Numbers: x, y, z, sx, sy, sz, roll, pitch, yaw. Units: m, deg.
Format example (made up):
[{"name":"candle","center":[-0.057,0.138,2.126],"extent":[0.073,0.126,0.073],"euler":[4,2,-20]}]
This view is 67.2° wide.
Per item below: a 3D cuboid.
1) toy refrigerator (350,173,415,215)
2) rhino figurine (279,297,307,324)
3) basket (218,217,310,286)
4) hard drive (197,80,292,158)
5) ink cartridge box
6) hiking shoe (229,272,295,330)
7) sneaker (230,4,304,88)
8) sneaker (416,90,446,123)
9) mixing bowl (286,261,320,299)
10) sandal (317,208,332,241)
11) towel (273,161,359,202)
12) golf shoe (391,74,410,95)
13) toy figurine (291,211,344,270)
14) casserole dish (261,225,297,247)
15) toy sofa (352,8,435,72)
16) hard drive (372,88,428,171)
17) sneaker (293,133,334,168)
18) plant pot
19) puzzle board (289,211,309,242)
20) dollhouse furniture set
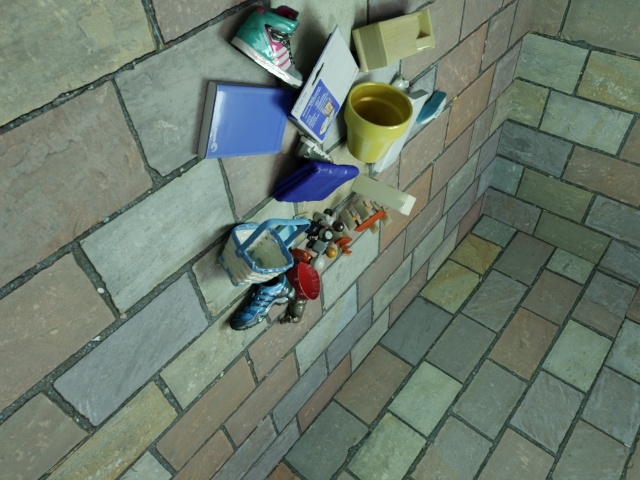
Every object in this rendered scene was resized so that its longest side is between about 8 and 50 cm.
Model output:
[{"name":"toy refrigerator","center":[0.282,-0.211,2.157],"extent":[0.102,0.269,0.094],"euler":[10,105,-60]},{"name":"rhino figurine","center":[-0.100,0.277,2.195],"extent":[0.106,0.073,0.244],"euler":[4,111,-55]},{"name":"basket","center":[-0.192,0.020,1.634],"extent":[0.288,0.201,0.254],"euler":[-37,162,26]},{"name":"hard drive","center":[-0.218,-0.358,1.444],"extent":[0.318,0.040,0.211],"euler":[-19,131,-52]},{"name":"ink cartridge box","center":[0.004,-0.510,1.593],"extent":[0.304,0.072,0.307],"euler":[-62,159,2]},{"name":"hiking shoe","center":[-0.247,0.235,1.913],"extent":[0.304,0.113,0.132],"euler":[-36,114,-28]},{"name":"sneaker","center":[-0.108,-0.561,1.361],"extent":[0.179,0.123,0.295],"euler":[-56,152,13]},{"name":"sneaker","center":[0.557,-0.645,2.407],"extent":[0.229,0.087,0.092],"euler":[-46,151,-22]},{"name":"mixing bowl","center":[-0.087,0.176,2.059],"extent":[0.181,0.098,0.182],"euler":[42,40,-48]},{"name":"sandal","center":[0.030,-0.058,2.130],"extent":[0.067,0.040,0.179],"euler":[-24,135,-48]},{"name":"towel","center":[-0.015,-0.223,1.785],"extent":[0.227,0.076,0.308],"euler":[-34,168,29]},{"name":"golf shoe","center":[0.345,-0.646,2.103],"extent":[0.086,0.069,0.176],"euler":[-34,152,5]},{"name":"toy figurine","center":[0.000,0.000,1.997],"extent":[0.209,0.148,0.213],"euler":[-27,137,-58]},{"name":"casserole dish","center":[-0.165,0.004,1.872],"extent":[0.188,0.036,0.114],"euler":[-45,148,-28]},{"name":"toy sofa","center":[0.259,-0.744,1.792],"extent":[0.362,0.177,0.150],"euler":[-35,118,-39]},{"name":"hard drive","center":[0.359,-0.492,2.159],"extent":[0.233,0.047,0.353],"euler":[-39,157,-54]},{"name":"sneaker","center":[-0.031,-0.298,1.777],"extent":[0.106,0.078,0.234],"euler":[-55,151,3]},{"name":"plant pot","center":[0.205,-0.443,1.875],"extent":[0.254,0.254,0.239],"euler":[-43,163,-30]},{"name":"puzzle board","center":[-0.090,-0.052,1.971],"extent":[0.096,0.011,0.128],"euler":[-21,132,-49]},{"name":"dollhouse furniture set","center":[0.180,-0.056,2.167],"extent":[0.259,0.135,0.262],"euler":[-37,160,22]}]
